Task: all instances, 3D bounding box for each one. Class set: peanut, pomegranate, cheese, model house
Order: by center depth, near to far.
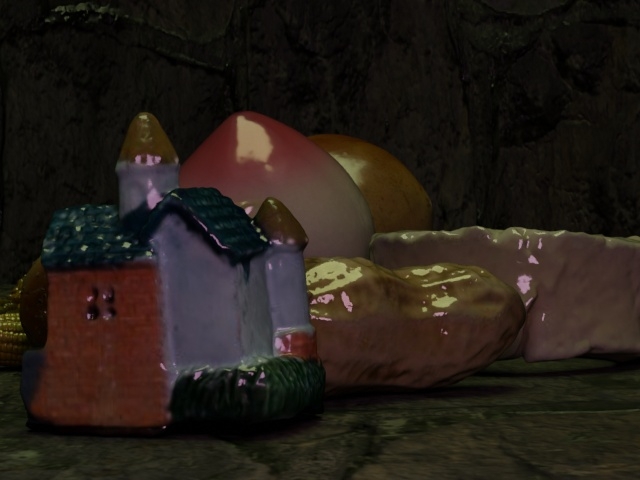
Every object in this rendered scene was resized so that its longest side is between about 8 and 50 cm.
[{"bbox_3d":[-0.131,0.028,1.533,0.253,0.291,0.184,0,7,20],"label":"model house"},{"bbox_3d":[0.055,0.083,1.709,0.325,0.153,0.140,-4,41,-18],"label":"peanut"},{"bbox_3d":[0.224,0.064,1.978,0.332,0.153,0.292,-1,-2,39],"label":"cheese"},{"bbox_3d":[0.000,0.000,2.417,0.319,0.319,0.319,-1,2,0],"label":"pomegranate"}]

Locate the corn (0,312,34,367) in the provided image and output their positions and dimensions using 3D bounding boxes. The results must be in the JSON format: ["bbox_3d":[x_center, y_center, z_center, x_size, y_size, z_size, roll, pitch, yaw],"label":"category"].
[{"bbox_3d":[-0.313,0.120,2.047,0.206,0.067,0.067,1,2,-8],"label":"corn"}]

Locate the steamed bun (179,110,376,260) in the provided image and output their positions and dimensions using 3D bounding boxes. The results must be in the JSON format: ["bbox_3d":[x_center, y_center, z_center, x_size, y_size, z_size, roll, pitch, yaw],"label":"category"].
[{"bbox_3d":[-0.081,-0.022,2.126,0.309,0.309,0.309,-1,2,0],"label":"steamed bun"}]

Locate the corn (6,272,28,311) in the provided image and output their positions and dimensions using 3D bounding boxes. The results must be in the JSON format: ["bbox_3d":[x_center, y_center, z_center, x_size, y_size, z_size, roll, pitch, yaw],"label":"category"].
[{"bbox_3d":[-0.278,0.094,2.374,0.312,0.102,0.102,2,2,4],"label":"corn"}]

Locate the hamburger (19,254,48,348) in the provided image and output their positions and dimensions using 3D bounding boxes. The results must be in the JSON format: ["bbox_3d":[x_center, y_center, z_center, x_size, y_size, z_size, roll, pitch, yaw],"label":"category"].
[{"bbox_3d":[-0.253,0.077,1.961,0.177,0.185,0.113,-41,8,-12],"label":"hamburger"}]

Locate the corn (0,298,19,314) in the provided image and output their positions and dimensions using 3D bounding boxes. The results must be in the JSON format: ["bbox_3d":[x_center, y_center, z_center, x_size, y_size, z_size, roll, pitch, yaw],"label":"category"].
[{"bbox_3d":[-0.459,0.110,2.058,0.097,0.097,0.320,-1,1,19],"label":"corn"}]
